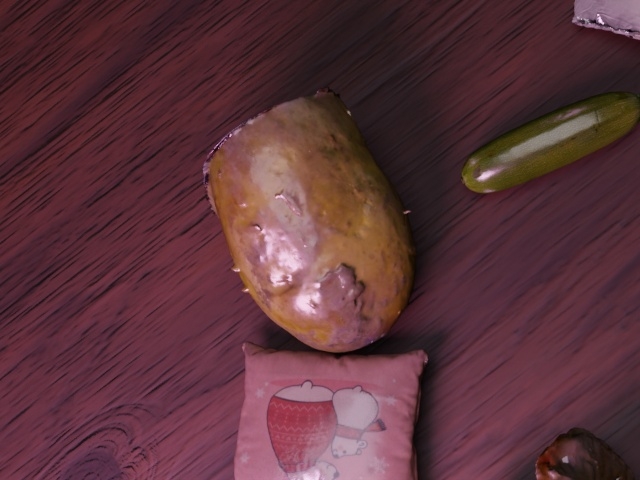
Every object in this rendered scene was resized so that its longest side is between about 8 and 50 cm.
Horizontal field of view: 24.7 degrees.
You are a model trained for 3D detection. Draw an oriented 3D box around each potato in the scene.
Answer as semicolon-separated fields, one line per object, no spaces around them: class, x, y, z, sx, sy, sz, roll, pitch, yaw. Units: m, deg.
potato;0.000;0.000;1.695;0.229;0.229;0.266;-36;73;3

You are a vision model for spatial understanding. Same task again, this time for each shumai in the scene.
shumai;0.262;0.335;1.578;0.185;0.184;0.218;-38;79;40

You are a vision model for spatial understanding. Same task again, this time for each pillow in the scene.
pillow;0.008;0.228;1.690;0.236;0.084;0.223;4;76;12
pillow;0.411;-0.285;1.717;0.229;0.051;0.128;22;82;34

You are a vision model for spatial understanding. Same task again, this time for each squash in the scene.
squash;0.281;-0.121;1.719;0.252;0.066;0.066;-24;71;7
